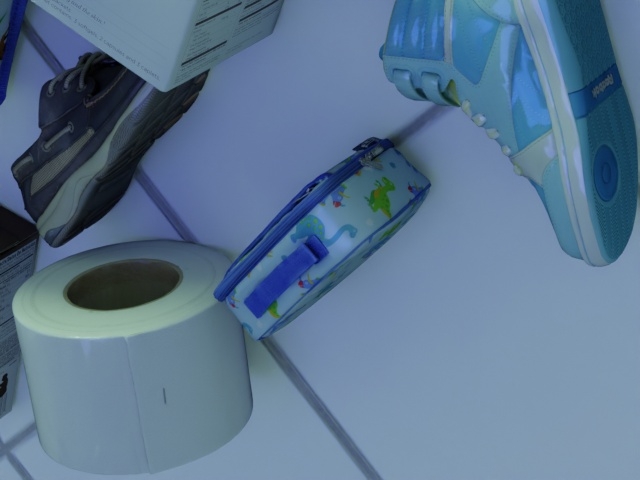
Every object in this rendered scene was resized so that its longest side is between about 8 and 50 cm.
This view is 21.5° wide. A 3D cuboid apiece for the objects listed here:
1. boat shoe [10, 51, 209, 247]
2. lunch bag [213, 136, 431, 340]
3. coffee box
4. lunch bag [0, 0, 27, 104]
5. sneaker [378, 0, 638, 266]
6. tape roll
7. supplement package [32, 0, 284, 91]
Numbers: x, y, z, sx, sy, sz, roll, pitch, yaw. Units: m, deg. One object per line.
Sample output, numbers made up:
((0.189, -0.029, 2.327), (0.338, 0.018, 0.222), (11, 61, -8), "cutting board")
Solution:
((-0.244, -0.133, 1.815), (0.130, 0.132, 0.355), (46, 129, 5), "boat shoe")
((0.000, 0.000, 1.693), (0.090, 0.176, 0.219), (48, 131, 3), "lunch bag")
((-0.462, 0.086, 2.080), (0.168, 0.119, 0.297), (28, 126, 19), "coffee box")
((-0.475, -0.336, 1.797), (0.328, 0.239, 0.385), (36, 136, 14), "lunch bag")
((0.167, -0.123, 1.556), (0.208, 0.127, 0.319), (-8, 99, 34), "sneaker")
((-0.203, 0.122, 1.847), (0.246, 0.246, 0.169), (8, 117, 30), "tape roll")
((-0.132, -0.324, 1.596), (0.199, 0.198, 0.263), (35, 128, 14), "supplement package")
